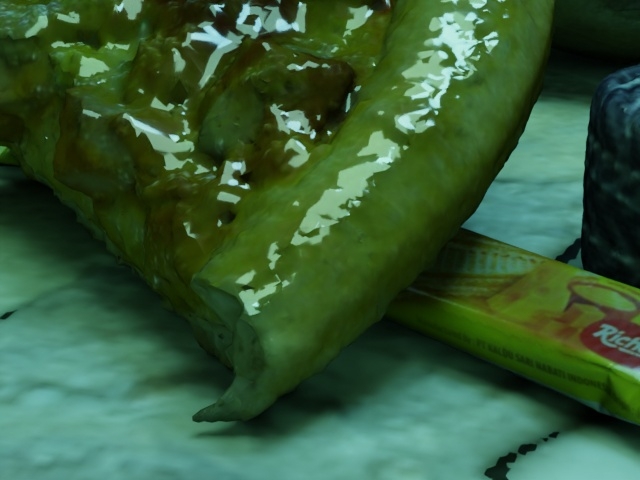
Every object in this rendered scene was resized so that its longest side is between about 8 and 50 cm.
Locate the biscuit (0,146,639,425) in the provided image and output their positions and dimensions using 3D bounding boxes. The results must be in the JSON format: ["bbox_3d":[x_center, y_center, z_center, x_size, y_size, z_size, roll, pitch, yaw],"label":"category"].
[{"bbox_3d":[0.000,0.000,0.444,0.292,0.026,0.048,21,49,40],"label":"biscuit"}]

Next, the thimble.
[{"bbox_3d":[0.128,-0.014,0.435,0.104,0.066,0.095,-11,24,-22],"label":"thimble"}]

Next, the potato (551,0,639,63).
[{"bbox_3d":[0.140,-0.157,0.661,0.235,0.177,0.160,21,-11,2],"label":"potato"}]

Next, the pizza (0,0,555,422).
[{"bbox_3d":[-0.029,-0.067,0.462,0.197,0.058,0.292,-4,43,19],"label":"pizza"}]
